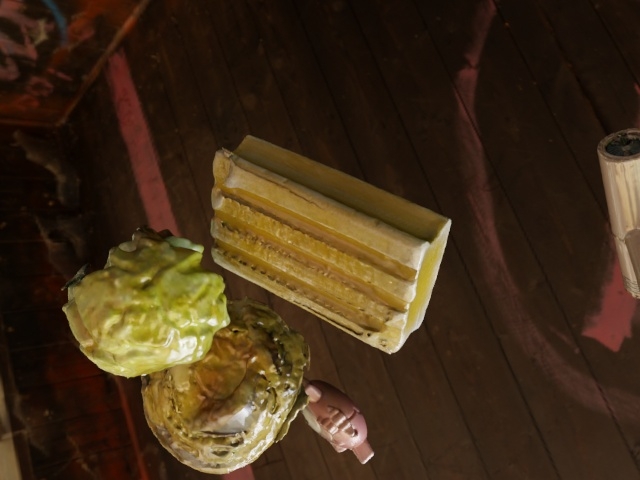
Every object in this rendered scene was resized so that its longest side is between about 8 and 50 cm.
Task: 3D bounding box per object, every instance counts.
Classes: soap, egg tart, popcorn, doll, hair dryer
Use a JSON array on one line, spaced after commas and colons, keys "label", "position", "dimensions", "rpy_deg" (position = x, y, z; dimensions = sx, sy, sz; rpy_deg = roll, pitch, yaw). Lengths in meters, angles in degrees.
[{"label": "soap", "position": [0.000, 0.000, 0.743], "dimensions": [0.274, 0.089, 0.173], "rpy_deg": [26, -50, 22]}, {"label": "egg tart", "position": [-0.154, 0.231, 1.037], "dimensions": [0.132, 0.297, 0.296], "rpy_deg": [112, -36, -76]}, {"label": "popcorn", "position": [-0.202, 0.065, 0.757], "dimensions": [0.198, 0.198, 0.212], "rpy_deg": [-27, -139, 40]}, {"label": "doll", "position": [0.023, 0.338, 1.223], "dimensions": [0.211, 0.093, 0.262], "rpy_deg": [46, -11, 0]}, {"label": "hair dryer", "position": [0.305, 0.033, 0.579], "dimensions": [0.054, 0.220, 0.195], "rpy_deg": [-11, -53, 25]}]
